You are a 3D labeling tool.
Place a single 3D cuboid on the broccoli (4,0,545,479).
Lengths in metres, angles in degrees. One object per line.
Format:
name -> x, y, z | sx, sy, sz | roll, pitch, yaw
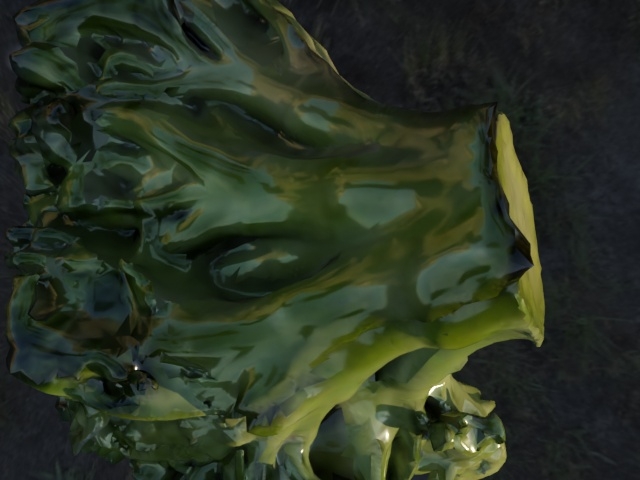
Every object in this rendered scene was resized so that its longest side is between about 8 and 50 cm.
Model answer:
broccoli -> 0.000, 0.000, 0.461 | 0.288, 0.245, 0.248 | 59, 41, -31
